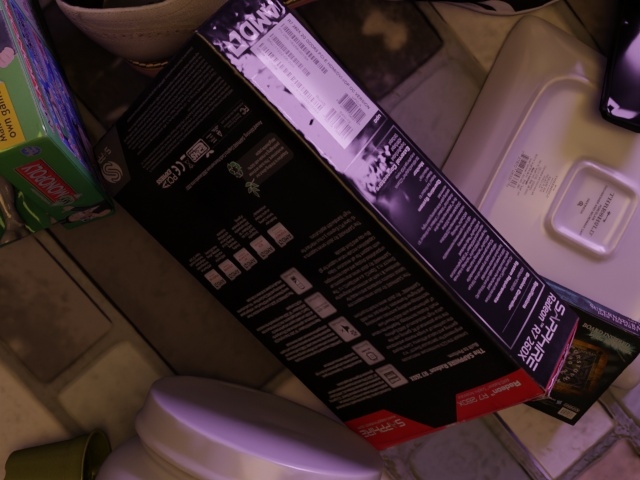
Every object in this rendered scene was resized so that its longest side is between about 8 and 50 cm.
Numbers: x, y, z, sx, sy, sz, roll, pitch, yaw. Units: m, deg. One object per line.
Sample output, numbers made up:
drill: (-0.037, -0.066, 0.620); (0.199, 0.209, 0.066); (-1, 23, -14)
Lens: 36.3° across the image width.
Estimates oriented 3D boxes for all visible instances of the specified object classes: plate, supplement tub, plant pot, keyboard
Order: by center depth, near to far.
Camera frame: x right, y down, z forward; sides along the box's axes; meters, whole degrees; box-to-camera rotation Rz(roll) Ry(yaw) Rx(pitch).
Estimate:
supplement tub: (-0.095, 0.304, 0.810); (0.241, 0.241, 0.331); (18, 94, -9)
plant pot: (-0.236, 0.211, 0.871); (0.079, 0.083, 0.083); (-4, 97, 7)
keyboard: (0.310, -0.182, 0.900); (0.100, 0.038, 0.192); (17, 77, -7)
plate: (0.249, -0.030, 0.915); (0.278, 0.045, 0.277); (27, 93, -9)

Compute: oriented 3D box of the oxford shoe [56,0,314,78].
oxford shoe: (-0.025, -0.259, 0.744); (0.397, 0.146, 0.140); (-35, 75, 15)

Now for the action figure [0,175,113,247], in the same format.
action figure: (-0.287, -0.114, 0.834); (0.137, 0.063, 0.232); (-24, 95, -1)

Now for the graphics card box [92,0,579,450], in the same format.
graphics card box: (0.000, 0.000, 0.795); (0.371, 0.233, 0.094); (44, 52, -9)

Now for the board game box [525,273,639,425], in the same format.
board game box: (0.189, 0.090, 0.901); (0.186, 0.026, 0.126); (25, 123, -10)

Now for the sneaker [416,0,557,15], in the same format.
sneaker: (0.145, -0.238, 0.839); (0.217, 0.121, 0.079); (-4, 97, -7)

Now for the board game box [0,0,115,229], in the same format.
board game box: (-0.241, -0.179, 0.708); (0.046, 0.213, 0.317); (-22, 80, -4)
